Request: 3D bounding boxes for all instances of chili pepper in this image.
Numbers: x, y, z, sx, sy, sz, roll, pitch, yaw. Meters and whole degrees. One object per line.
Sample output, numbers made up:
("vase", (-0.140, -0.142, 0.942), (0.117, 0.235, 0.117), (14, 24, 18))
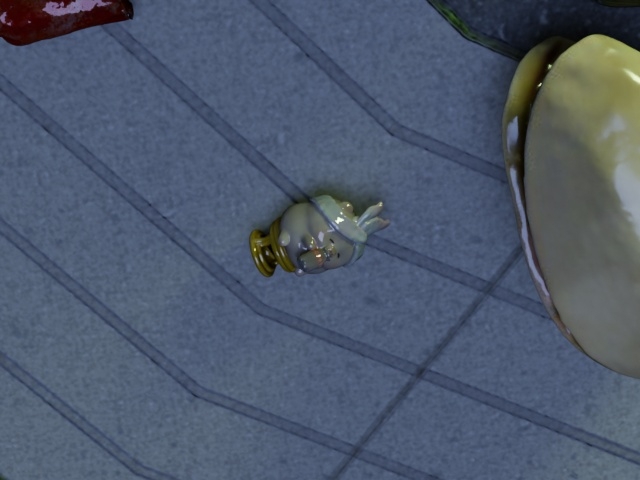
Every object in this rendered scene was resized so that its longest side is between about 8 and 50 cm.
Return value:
("chili pepper", (-0.227, -0.206, 1.332), (0.123, 0.070, 0.073), (-15, 130, 6))

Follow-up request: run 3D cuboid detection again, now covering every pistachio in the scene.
("pistachio", (0.265, -0.029, 1.337), (0.214, 0.193, 0.318), (-33, 104, -11))

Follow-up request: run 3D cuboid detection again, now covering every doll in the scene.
("doll", (0.000, 0.000, 1.413), (0.127, 0.084, 0.073), (-17, 116, 18))

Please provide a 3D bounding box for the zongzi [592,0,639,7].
("zongzi", (0.311, -0.307, 1.256), (0.221, 0.112, 0.242), (-4, 107, 4))
